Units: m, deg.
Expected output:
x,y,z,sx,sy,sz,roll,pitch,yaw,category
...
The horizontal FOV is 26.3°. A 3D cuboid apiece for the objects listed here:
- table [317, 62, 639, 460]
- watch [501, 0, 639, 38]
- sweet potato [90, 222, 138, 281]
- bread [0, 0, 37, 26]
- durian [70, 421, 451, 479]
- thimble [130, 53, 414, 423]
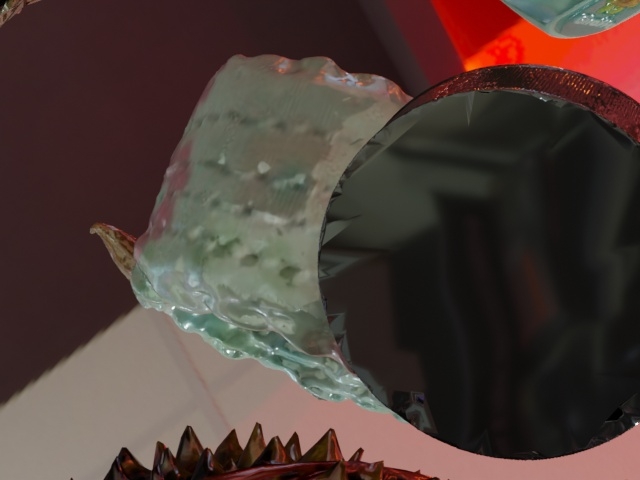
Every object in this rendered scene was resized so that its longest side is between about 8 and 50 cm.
x,y,z,sx,sy,sz,roll,pitch,yaw,category
0.068,0.008,0.478,0.133,0.133,0.043,-11,-166,22,table
0.163,-0.230,0.823,0.237,0.068,0.195,-32,-112,46,watch
-0.098,0.038,1.135,0.060,0.206,0.068,-54,-162,33,sweet potato
-0.124,-0.247,0.597,0.279,0.248,0.315,-39,-161,-8,bread
-0.020,0.244,0.574,0.384,0.347,0.348,-41,-139,33,durian
0.000,0.000,0.747,0.211,0.185,0.149,17,-102,27,thimble
